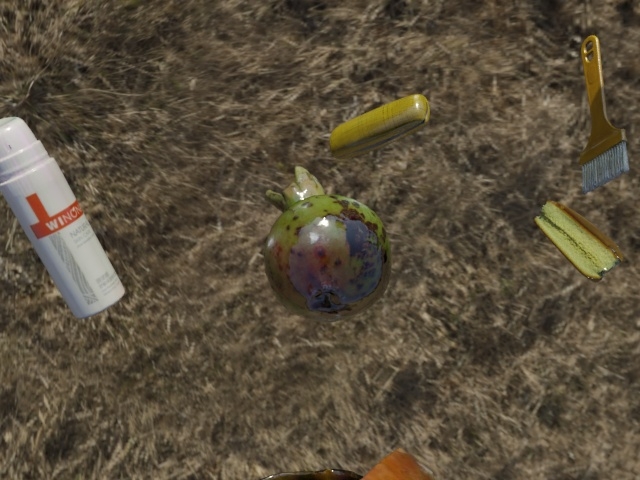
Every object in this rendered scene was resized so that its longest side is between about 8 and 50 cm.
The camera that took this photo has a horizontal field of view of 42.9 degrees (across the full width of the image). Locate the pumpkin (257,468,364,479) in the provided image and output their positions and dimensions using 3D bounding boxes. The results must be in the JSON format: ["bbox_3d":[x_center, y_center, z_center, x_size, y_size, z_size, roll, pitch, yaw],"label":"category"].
[{"bbox_3d":[-0.007,0.459,1.113,0.256,0.303,0.226,-18,111,-36],"label":"pumpkin"}]

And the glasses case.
[{"bbox_3d":[0.117,-0.231,1.673,0.064,0.234,0.079,34,48,-43],"label":"glasses case"}]

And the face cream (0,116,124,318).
[{"bbox_3d":[-0.444,-0.039,1.346,0.102,0.102,0.346,-29,110,-13],"label":"face cream"}]

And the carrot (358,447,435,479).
[{"bbox_3d":[-0.015,0.308,0.722,0.100,0.258,0.307,40,93,17],"label":"carrot"}]

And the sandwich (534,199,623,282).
[{"bbox_3d":[0.567,0.008,1.761,0.088,0.244,0.090,21,113,-38],"label":"sandwich"}]

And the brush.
[{"bbox_3d":[0.452,-0.216,1.330,0.013,0.103,0.272,9,68,-22],"label":"brush"}]

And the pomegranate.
[{"bbox_3d":[0.003,0.016,1.471,0.242,0.306,0.242,-6,115,-13],"label":"pomegranate"}]
